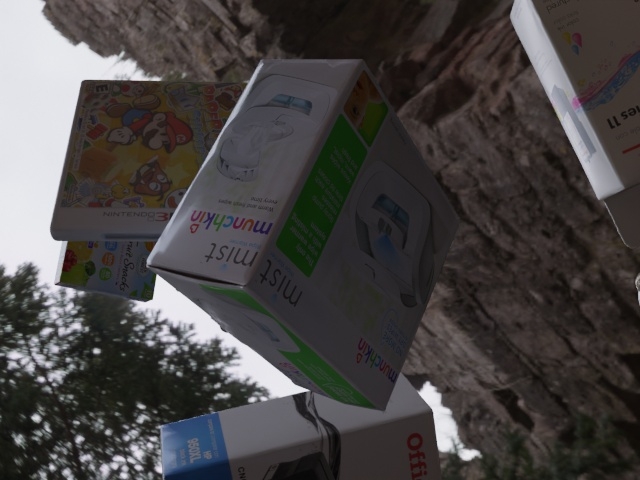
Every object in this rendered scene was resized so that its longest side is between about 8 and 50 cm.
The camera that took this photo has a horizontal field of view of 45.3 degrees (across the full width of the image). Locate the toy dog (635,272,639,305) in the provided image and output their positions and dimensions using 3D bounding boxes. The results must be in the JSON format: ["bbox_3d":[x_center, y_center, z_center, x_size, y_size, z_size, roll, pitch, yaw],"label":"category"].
[{"bbox_3d":[0.367,0.070,0.609,0.161,0.334,0.220,23,-111,-24],"label":"toy dog"}]

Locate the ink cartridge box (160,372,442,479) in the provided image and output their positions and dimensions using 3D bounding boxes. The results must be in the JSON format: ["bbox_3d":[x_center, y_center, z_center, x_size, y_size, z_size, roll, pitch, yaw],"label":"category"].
[{"bbox_3d":[-0.019,0.392,1.161,0.395,0.166,0.285,-12,-75,-10],"label":"ink cartridge box"}]

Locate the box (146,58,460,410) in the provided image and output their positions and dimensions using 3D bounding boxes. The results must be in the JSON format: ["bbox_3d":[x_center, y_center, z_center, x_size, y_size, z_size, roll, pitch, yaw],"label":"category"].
[{"bbox_3d":[0.000,0.000,0.734,0.262,0.127,0.231,50,-122,-46],"label":"box"}]

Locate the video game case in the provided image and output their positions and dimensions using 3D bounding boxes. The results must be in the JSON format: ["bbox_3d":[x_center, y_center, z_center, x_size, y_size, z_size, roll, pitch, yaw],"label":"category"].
[{"bbox_3d":[-0.184,-0.096,0.874,0.207,0.026,0.226,0,-125,-3],"label":"video game case"}]

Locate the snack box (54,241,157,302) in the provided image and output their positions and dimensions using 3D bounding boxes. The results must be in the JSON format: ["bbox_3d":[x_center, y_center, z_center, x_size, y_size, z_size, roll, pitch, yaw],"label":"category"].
[{"bbox_3d":[-0.315,0.031,1.148,0.141,0.037,0.100,15,-108,-30],"label":"snack box"}]

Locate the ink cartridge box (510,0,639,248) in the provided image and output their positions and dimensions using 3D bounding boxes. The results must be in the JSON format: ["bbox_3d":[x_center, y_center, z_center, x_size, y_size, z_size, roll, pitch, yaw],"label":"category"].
[{"bbox_3d":[0.405,-0.188,0.945,0.207,0.119,0.353,-25,-96,4],"label":"ink cartridge box"}]
